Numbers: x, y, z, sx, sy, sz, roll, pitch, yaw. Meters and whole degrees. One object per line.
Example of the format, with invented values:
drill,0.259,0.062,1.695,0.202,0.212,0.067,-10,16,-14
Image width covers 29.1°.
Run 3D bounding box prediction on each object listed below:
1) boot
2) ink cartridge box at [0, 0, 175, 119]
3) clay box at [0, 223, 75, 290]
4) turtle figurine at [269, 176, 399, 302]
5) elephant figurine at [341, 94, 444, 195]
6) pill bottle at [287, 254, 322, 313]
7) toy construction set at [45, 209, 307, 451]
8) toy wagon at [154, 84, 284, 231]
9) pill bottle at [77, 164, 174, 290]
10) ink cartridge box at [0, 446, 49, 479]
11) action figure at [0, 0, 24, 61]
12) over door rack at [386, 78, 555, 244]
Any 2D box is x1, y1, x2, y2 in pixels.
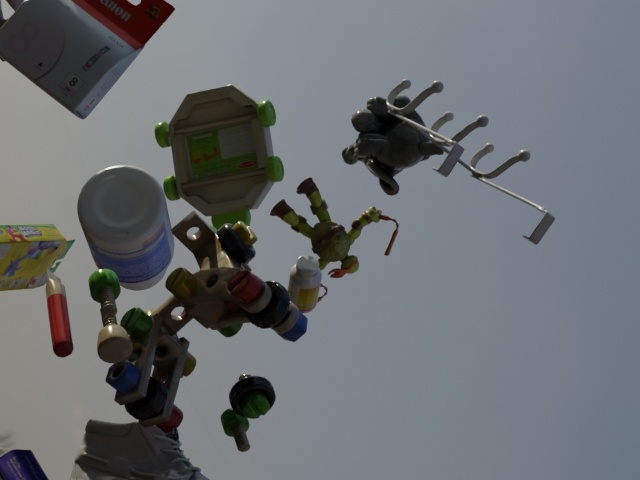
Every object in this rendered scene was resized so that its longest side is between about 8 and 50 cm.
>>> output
boot,-0.193,0.289,1.569,0.095,0.258,0.123,66,32,-69
ink cartridge box,-0.375,-0.335,1.941,0.189,0.232,0.066,37,-2,13
clay box,-0.561,0.032,2.253,0.053,0.222,0.127,46,-68,20
turtle figurine,0.000,0.000,2.416,0.217,0.269,0.087,48,9,8
elephant figurine,0.143,-0.180,2.537,0.239,0.169,0.186,88,-11,-62
pill bottle,-0.021,0.057,1.649,0.043,0.043,0.083,50,-30,28
toy construction set,-0.192,0.076,1.542,0.257,0.308,0.237,-58,-147,26
toy wagon,-0.208,-0.150,2.629,0.267,0.068,0.344,-9,-91,20
pill bottle,-0.339,-0.010,2.192,0.152,0.152,0.272,56,-15,19
ink cartridge box,-0.495,0.430,2.037,0.208,0.045,0.206,-6,-63,46
action figure,-0.667,-0.468,2.172,0.330,0.341,0.178,34,-64,-4
over door rack,0.260,-0.152,2.080,0.239,0.108,0.324,33,14,-26
